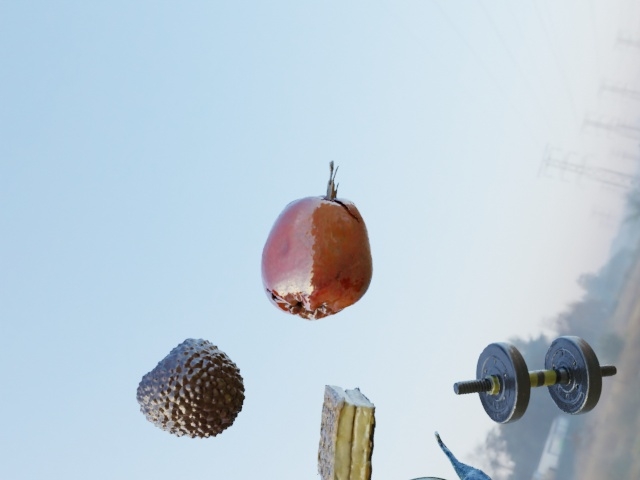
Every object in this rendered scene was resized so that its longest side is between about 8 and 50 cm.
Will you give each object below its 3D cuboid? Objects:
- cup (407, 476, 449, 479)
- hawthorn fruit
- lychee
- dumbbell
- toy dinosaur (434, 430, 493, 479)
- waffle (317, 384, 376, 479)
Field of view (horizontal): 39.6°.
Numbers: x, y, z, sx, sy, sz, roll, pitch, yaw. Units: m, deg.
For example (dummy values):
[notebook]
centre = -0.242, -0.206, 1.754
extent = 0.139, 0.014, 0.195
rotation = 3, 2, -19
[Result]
[cup]
centre = 0.272, 0.843, 2.178
extent = 0.401, 0.310, 0.392
rotation = -61, 20, 11
[hawthorn fruit]
centre = 0.000, 0.000, 1.641
extent = 0.211, 0.211, 0.299
rotation = 28, -111, -71
[lychee]
centre = -0.232, 0.282, 1.645
extent = 0.188, 0.188, 0.188
rotation = 17, -90, -71
[dumbbell]
centre = 0.385, 0.246, 1.579
extent = 0.143, 0.326, 0.143
rotation = 178, 90, -71
[toy dinosaur]
centre = 0.306, 0.485, 1.656
extent = 0.363, 0.076, 0.147
rotation = -151, 66, -64
[waffle]
centre = 0.051, 0.428, 1.910
extent = 0.308, 0.091, 0.212
rotation = 152, 123, -84
